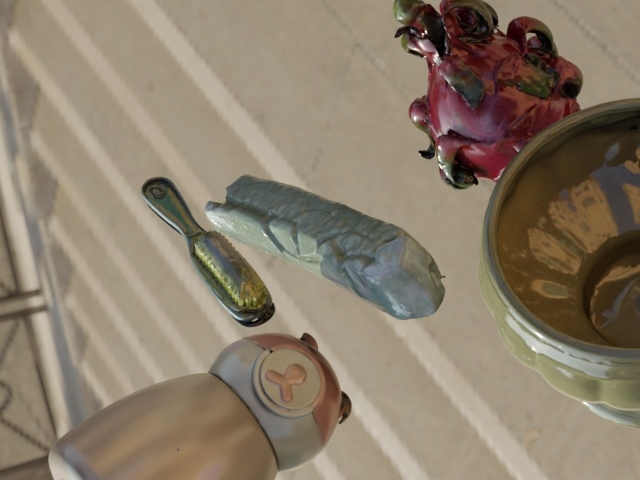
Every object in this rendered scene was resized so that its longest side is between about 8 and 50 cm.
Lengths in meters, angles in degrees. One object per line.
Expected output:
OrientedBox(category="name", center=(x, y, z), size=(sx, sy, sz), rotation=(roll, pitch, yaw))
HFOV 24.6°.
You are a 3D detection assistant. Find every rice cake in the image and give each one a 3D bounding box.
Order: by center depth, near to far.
OrientedBox(category="rice cake", center=(0.000, 0.000, 1.234), size=(0.066, 0.063, 0.336), rotation=(48, 166, -26))

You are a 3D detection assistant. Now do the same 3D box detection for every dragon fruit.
OrientedBox(category="dragon fruit", center=(0.203, -0.182, 1.735), size=(0.218, 0.198, 0.272), rotation=(0, 111, 44))

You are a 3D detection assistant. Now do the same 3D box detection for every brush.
OrientedBox(category="brush", center=(-0.159, -0.002, 1.991), size=(0.297, 0.068, 0.060), rotation=(47, 155, 31))

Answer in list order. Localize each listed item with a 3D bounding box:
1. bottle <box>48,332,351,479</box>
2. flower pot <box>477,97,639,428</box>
OrientedBox(category="bottle", center=(-0.084, 0.162, 1.179), size=(0.147, 0.236, 0.147), rotation=(46, 157, 25))
OrientedBox(category="flower pot", center=(0.310, 0.036, 1.404), size=(0.307, 0.307, 0.244), rotation=(49, 173, 31))
